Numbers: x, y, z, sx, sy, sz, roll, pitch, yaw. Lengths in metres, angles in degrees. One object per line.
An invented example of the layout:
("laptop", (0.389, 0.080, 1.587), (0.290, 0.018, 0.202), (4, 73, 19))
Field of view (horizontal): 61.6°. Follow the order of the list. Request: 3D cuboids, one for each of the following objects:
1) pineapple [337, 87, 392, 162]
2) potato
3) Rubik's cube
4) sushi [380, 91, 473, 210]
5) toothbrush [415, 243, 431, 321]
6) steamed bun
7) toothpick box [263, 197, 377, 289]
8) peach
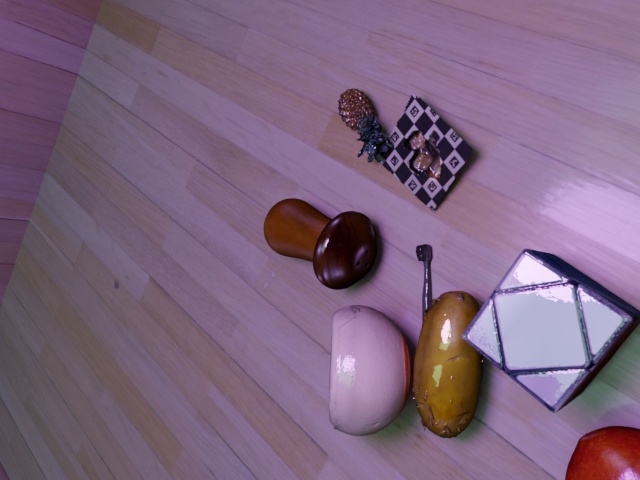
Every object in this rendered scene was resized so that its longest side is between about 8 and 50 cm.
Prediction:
("pineapple", (0.101, -0.288, 1.314), (0.103, 0.083, 0.221), (109, 147, -49))
("potato", (0.263, 0.253, 1.108), (0.140, 0.173, 0.301), (4, 91, 11))
("Rubik's cube", (0.422, 0.154, 0.974), (0.205, 0.205, 0.207), (42, 111, 32))
("sushi", (0.246, -0.201, 1.235), (0.210, 0.040, 0.193), (51, 132, 29))
("toothbrush", (0.240, 0.156, 1.218), (0.030, 0.030, 0.298), (-11, 80, 62))
("steamed bun", (0.109, 0.281, 1.173), (0.177, 0.283, 0.283), (2, 87, 2))
("toothpick box", (0.000, 0.000, 1.316), (0.294, 0.192, 0.192), (22, 99, 41))
("peach", (0.517, 0.427, 0.884), (0.243, 0.199, 0.244), (3, 93, 48))
